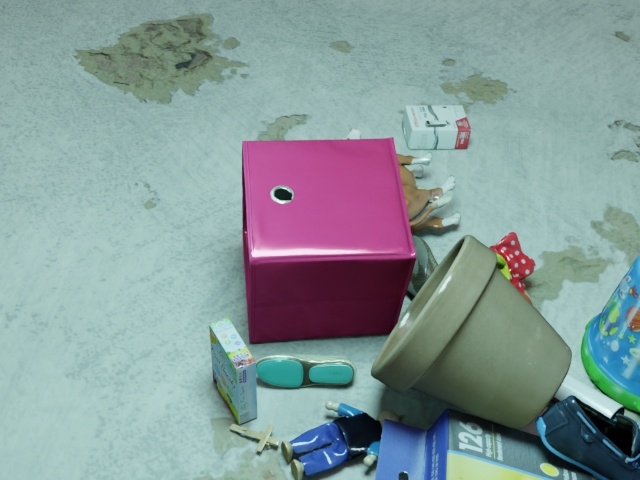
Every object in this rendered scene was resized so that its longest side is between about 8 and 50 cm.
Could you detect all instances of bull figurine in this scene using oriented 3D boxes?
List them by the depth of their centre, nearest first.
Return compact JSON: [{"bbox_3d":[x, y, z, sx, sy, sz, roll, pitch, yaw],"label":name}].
[{"bbox_3d":[0.152,-0.120,1.765,0.188,0.101,0.310,-10,44,-18],"label":"bull figurine"}]

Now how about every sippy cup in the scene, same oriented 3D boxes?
[{"bbox_3d":[0.570,0.131,1.428,0.240,0.224,0.305,-14,44,-22],"label":"sippy cup"}]

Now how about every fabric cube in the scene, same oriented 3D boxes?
[{"bbox_3d":[0.000,0.000,1.475,0.258,0.259,0.254,-2,54,-6],"label":"fabric cube"}]

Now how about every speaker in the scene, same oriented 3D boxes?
[{"bbox_3d":[0.412,0.253,1.396,0.055,0.055,0.136,-30,44,-32],"label":"speaker"}]

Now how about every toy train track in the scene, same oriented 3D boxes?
[{"bbox_3d":[-0.101,0.302,1.345,0.083,0.014,0.048,15,50,20],"label":"toy train track"}]

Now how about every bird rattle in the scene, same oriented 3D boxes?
[{"bbox_3d":[0.310,0.101,1.521,0.253,0.143,0.207,6,54,-60],"label":"bird rattle"}]

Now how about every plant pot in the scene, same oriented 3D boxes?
[{"bbox_3d":[0.237,0.159,1.303,0.229,0.263,0.263,36,47,2],"label":"plant pot"}]

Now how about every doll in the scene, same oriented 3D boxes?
[{"bbox_3d":[0.036,0.299,1.334,0.189,0.046,0.129,-16,47,-20],"label":"doll"}]

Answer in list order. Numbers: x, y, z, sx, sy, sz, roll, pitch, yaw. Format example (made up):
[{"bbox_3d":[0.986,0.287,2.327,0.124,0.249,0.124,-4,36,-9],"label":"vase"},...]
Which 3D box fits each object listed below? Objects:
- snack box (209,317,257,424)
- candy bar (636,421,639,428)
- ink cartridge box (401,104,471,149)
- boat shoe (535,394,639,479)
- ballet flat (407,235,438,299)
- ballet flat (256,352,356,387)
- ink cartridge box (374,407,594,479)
[{"bbox_3d":[-0.135,0.204,1.354,0.037,0.141,0.100,-20,48,-23],"label":"snack box"},{"bbox_3d":[0.458,0.314,1.373,0.161,0.018,0.040,-11,45,-16],"label":"candy bar"},{"bbox_3d":[0.258,-0.254,1.954,0.135,0.056,0.099,-1,43,-7],"label":"ink cartridge box"},{"bbox_3d":[0.433,0.300,1.260,0.258,0.089,0.109,23,26,-27],"label":"boat shoe"},{"bbox_3d":[0.200,0.085,1.578,0.058,0.084,0.250,29,23,-38],"label":"ballet flat"},{"bbox_3d":[-0.025,0.211,1.432,0.168,0.057,0.052,5,14,-4],"label":"ballet flat"},{"bbox_3d":[0.229,0.352,1.188,0.307,0.072,0.303,18,26,1],"label":"ink cartridge box"}]
